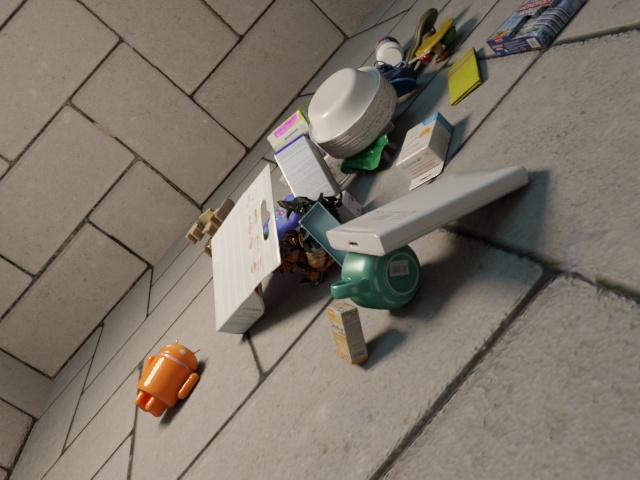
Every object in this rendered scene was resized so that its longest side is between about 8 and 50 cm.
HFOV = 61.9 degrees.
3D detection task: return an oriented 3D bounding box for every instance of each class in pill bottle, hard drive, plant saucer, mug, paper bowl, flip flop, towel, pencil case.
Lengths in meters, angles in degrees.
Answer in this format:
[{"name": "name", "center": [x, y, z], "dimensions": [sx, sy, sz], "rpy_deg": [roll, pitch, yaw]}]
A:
[{"name": "pill bottle", "center": [0.273, -0.738, 2.114], "dimensions": [0.108, 0.108, 0.193], "rpy_deg": [-41, 22, 22]}, {"name": "hard drive", "center": [0.184, -0.057, 0.954], "dimensions": [0.307, 0.040, 0.203], "rpy_deg": [-24, 12, -20]}, {"name": "plant saucer", "center": [0.038, 0.001, 1.201], "dimensions": [0.067, 0.192, 0.018], "rpy_deg": [-46, -17, 9]}, {"name": "mug", "center": [0.110, 0.070, 0.958], "dimensions": [0.097, 0.129, 0.158], "rpy_deg": [-7, 44, 58]}, {"name": "paper bowl", "center": [0.076, -0.398, 1.599], "dimensions": [0.284, 0.148, 0.284], "rpy_deg": [-33, 39, 31]}, {"name": "flip flop", "center": [0.361, -0.679, 1.859], "dimensions": [0.112, 0.080, 0.277], "rpy_deg": [65, -135, -66]}, {"name": "towel", "center": [0.396, -0.452, 1.472], "dimensions": [0.102, 0.021, 0.237], "rpy_deg": [-42, 21, 35]}, {"name": "pencil case", "center": [-0.098, -0.046, 1.631], "dimensions": [0.306, 0.119, 0.133], "rpy_deg": [-53, 33, -12]}]

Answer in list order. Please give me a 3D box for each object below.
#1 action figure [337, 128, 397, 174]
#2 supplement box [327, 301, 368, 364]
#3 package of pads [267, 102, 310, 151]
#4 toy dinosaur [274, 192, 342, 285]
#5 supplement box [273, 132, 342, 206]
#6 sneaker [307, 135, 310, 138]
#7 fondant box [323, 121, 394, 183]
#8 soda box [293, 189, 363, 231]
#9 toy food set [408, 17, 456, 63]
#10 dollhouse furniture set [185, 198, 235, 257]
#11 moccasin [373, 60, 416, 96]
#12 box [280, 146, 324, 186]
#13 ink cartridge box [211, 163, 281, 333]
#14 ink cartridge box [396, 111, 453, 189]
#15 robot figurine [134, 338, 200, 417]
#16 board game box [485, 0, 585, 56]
[{"name": "action figure", "center": [0.127, -0.240, 1.586], "dimensions": [0.232, 0.063, 0.137], "rpy_deg": [-9, 46, 55]}, {"name": "supplement box", "center": [0.048, 0.166, 0.962], "dimensions": [0.036, 0.099, 0.062], "rpy_deg": [-16, 9, -21]}, {"name": "package of pads", "center": [-0.054, -0.494, 2.243], "dimensions": [0.229, 0.101, 0.296], "rpy_deg": [-31, 5, 41]}, {"name": "toy dinosaur", "center": [0.000, 0.000, 1.313], "dimensions": [0.321, 0.219, 0.164], "rpy_deg": [-9, -3, 18]}, {"name": "supplement box", "center": [-0.026, -0.176, 1.530], "dimensions": [0.114, 0.111, 0.220], "rpy_deg": [-33, 67, 13]}, {"name": "sneaker", "center": [-0.069, -0.378, 2.244], "dimensions": [0.188, 0.066, 0.071], "rpy_deg": [-49, 19, -1]}, {"name": "fondant box", "center": [0.078, -0.318, 1.786], "dimensions": [0.330, 0.096, 0.238], "rpy_deg": [-45, 20, 14]}, {"name": "soda box", "center": [0.012, -0.037, 1.445], "dimensions": [0.216, 0.074, 0.069], "rpy_deg": [-36, 23, 31]}, {"name": "toy food set", "center": [0.383, -0.631, 1.744], "dimensions": [0.128, 0.071, 0.218], "rpy_deg": [-16, 34, 57]}, {"name": "dollhouse furniture set", "center": [-0.295, -0.034, 1.839], "dimensions": [0.212, 0.242, 0.161], "rpy_deg": [-28, 28, 44]}, {"name": "moccasin", "center": [0.210, -0.551, 1.826], "dimensions": [0.342, 0.137, 0.117], "rpy_deg": [-173, 88, -65]}, {"name": "box", "center": [-0.050, -0.280, 1.793], "dimensions": [0.186, 0.038, 0.145], "rpy_deg": [-34, 25, 35]}, {"name": "ink cartridge box", "center": [-0.178, 0.032, 1.424], "dimensions": [0.385, 0.091, 0.308], "rpy_deg": [-45, 44, 43]}, {"name": "ink cartridge box", "center": [0.249, -0.216, 1.286], "dimensions": [0.104, 0.061, 0.181], "rpy_deg": [-30, 28, 44]}, {"name": "robot figurine", "center": [-0.443, 0.393, 1.545], "dimensions": [0.158, 0.128, 0.219], "rpy_deg": [-19, 35, 55]}, {"name": "board game box", "center": [0.532, -0.550, 1.296], "dimensions": [0.194, 0.060, 0.194], "rpy_deg": [-51, 20, -1]}]
